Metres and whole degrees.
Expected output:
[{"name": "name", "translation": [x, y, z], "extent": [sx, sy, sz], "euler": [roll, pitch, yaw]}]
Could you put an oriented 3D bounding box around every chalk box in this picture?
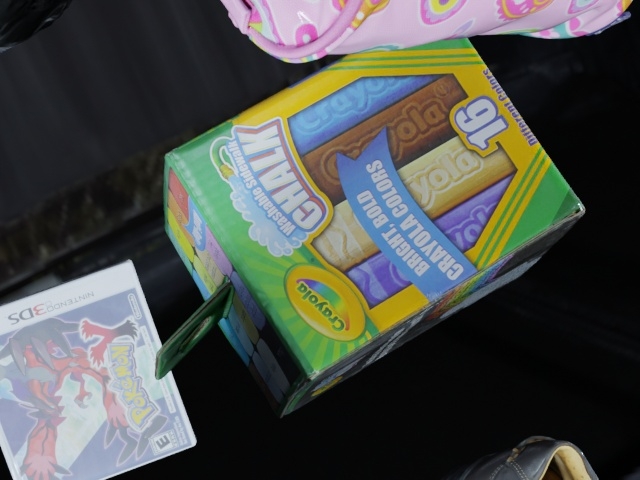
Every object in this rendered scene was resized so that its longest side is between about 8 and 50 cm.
[{"name": "chalk box", "translation": [0.000, 0.000, 0.977], "extent": [0.289, 0.179, 0.180], "euler": [-29, 170, -15]}]

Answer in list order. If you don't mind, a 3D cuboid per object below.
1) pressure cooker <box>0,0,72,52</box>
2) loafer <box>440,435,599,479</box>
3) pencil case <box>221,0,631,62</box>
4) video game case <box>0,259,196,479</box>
[{"name": "pressure cooker", "translation": [-0.381, -0.197, 0.756], "extent": [0.421, 0.375, 0.370], "euler": [-24, 159, 19]}, {"name": "loafer", "translation": [0.076, 0.143, 0.425], "extent": [0.062, 0.170, 0.061], "euler": [-7, 157, -24]}, {"name": "pencil case", "translation": [0.066, -0.157, 0.744], "extent": [0.124, 0.124, 0.284], "euler": [-4, -174, 39]}, {"name": "video game case", "translation": [-0.243, 0.143, 1.390], "extent": [0.184, 0.201, 0.023], "euler": [-20, -173, -7]}]
